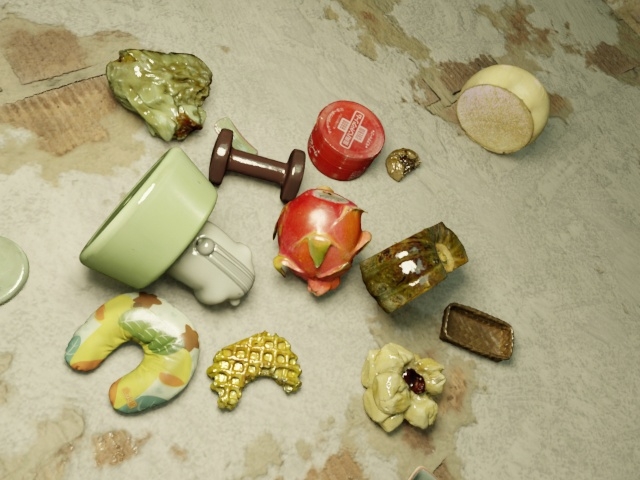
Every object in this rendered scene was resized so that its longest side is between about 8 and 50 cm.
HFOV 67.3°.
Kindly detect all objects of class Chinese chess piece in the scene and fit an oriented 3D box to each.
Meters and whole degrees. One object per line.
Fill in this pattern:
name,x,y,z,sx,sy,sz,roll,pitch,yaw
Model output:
Chinese chess piece,0.544,-0.392,1.448,0.270,0.270,0.112,39,70,2

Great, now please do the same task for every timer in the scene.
timer,-0.272,0.015,0.997,0.315,0.290,0.291,42,56,-24

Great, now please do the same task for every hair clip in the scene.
hair clip,-0.220,-0.263,1.258,0.054,0.022,0.137,-38,82,-29

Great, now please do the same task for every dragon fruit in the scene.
dragon fruit,-0.001,-0.006,1.102,0.224,0.227,0.224,20,24,-9

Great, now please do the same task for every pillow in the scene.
pillow,-0.357,0.215,0.950,0.233,0.086,0.214,44,70,2

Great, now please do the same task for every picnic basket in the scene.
picnic basket,0.389,0.233,1.212,0.193,0.055,0.110,23,61,-8

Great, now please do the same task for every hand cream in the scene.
hand cream,0.066,-0.268,1.303,0.193,0.125,0.193,8,62,-16

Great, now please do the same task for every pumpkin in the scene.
pumpkin,0.207,0.066,1.134,0.317,0.221,0.139,-23,83,-57

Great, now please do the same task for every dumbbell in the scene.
dumbbell,-0.154,-0.180,1.174,0.225,0.140,0.124,15,40,-13

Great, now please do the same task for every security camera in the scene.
security camera,-0.699,-0.004,0.935,0.157,0.080,0.301,-34,82,-30

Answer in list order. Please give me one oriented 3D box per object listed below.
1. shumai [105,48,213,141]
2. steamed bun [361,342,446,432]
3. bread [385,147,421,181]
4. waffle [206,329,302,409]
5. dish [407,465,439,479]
shumai,-0.380,-0.344,1.177,0.256,0.189,0.218,-17,89,-42
steamed bun,0.184,0.326,1.064,0.177,0.106,0.192,20,62,-7
bread,0.234,-0.226,1.379,0.082,0.060,0.113,47,61,4
waffle,-0.136,0.274,1.010,0.194,0.051,0.149,-20,72,-27
dish,0.236,0.596,0.975,0.234,0.064,0.154,43,59,5
